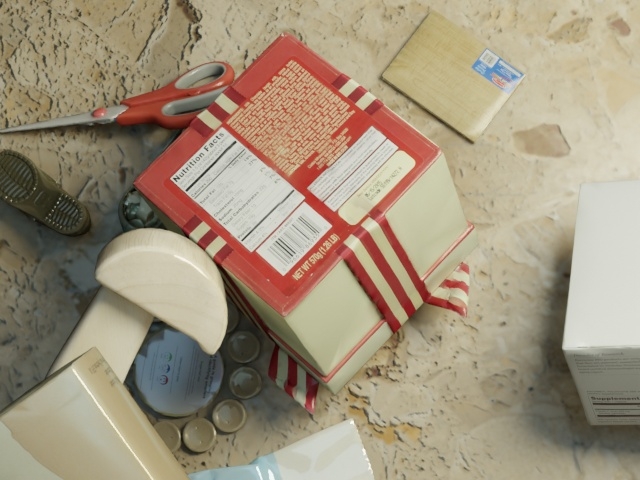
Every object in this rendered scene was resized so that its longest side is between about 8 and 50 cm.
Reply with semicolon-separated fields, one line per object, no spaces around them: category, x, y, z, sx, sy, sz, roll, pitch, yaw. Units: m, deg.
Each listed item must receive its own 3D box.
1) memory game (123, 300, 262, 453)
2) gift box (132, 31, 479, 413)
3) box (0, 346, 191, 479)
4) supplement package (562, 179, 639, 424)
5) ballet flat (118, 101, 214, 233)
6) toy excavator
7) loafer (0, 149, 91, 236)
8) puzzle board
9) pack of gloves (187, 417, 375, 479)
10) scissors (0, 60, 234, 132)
memory game;-0.152;0.138;1.640;0.186;0.012;0.186;-1;78;4
gift box;0.000;0.000;1.527;0.255;0.258;0.276;-42;65;-6
box;-0.153;0.252;1.257;0.121;0.148;0.311;-35;94;1
supplement package;0.383;0.055;1.478;0.262;0.145;0.204;-3;52;21
ballet flat;-0.140;-0.086;1.654;0.072;0.068;0.213;36;83;11
toy excavator;-0.198;0.269;1.409;0.433;0.222;0.445;-32;105;3
loafer;-0.307;-0.045;1.670;0.148;0.050;0.056;38;80;26
puzzle board;0.146;-0.180;1.680;0.128;0.011;0.096;36;83;9
pack of gloves;-0.044;0.311;1.582;0.232;0.046;0.195;-19;79;0
scissors;-0.223;-0.134;1.664;0.297;0.021;0.109;-15;38;1
